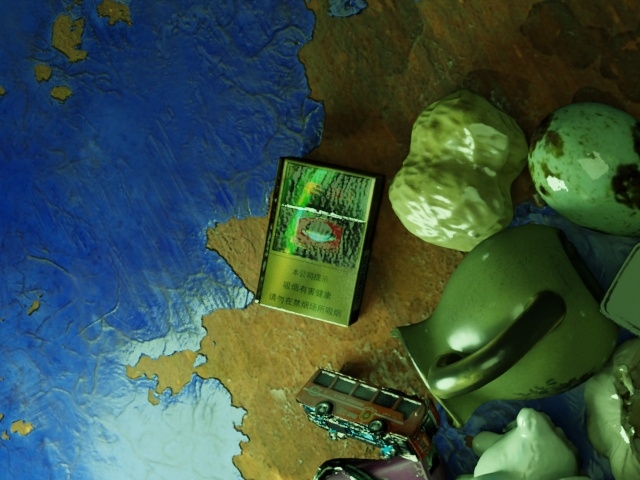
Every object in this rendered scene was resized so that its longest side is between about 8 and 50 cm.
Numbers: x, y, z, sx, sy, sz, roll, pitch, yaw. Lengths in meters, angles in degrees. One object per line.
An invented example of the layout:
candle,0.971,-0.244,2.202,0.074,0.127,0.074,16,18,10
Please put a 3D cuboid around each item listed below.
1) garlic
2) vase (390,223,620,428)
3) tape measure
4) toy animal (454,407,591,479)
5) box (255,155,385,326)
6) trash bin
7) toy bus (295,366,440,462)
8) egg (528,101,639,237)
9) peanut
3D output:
garlic,0.438,0.249,1.596,0.143,0.178,0.229,-12,69,48
vase,0.239,0.135,1.554,0.302,0.329,0.241,-34,88,17
tape measure,0.096,0.435,1.716,0.231,0.149,0.245,-23,88,16
toy animal,0.267,0.389,1.601,0.174,0.249,0.289,34,86,3
box,0.000,0.000,1.753,0.159,0.071,0.240,12,98,18
trash bin,0.478,0.075,1.529,0.165,0.225,0.115,30,102,13
toy bus,0.070,0.260,1.699,0.235,0.073,0.096,11,55,39
egg,0.397,-0.093,1.573,0.231,0.169,0.169,38,104,0
peanut,0.204,-0.103,1.660,0.196,0.110,0.233,21,99,26
